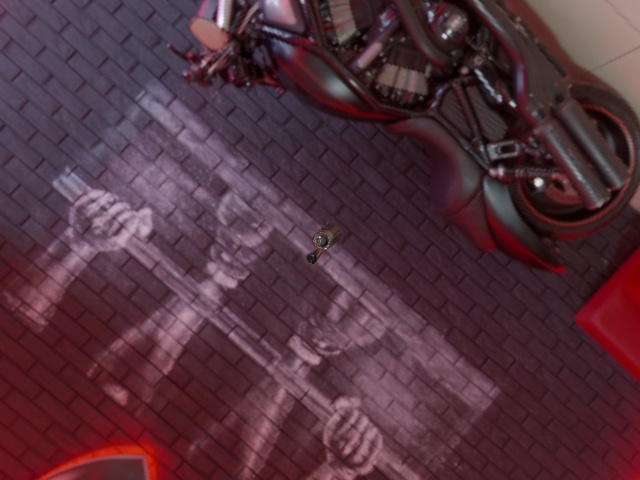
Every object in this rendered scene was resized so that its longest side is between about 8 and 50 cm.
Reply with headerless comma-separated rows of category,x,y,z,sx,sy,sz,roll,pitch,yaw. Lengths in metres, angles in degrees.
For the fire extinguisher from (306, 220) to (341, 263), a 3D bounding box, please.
fire extinguisher,0.005,0.003,0.807,0.032,0.046,0.100,11,-171,8
